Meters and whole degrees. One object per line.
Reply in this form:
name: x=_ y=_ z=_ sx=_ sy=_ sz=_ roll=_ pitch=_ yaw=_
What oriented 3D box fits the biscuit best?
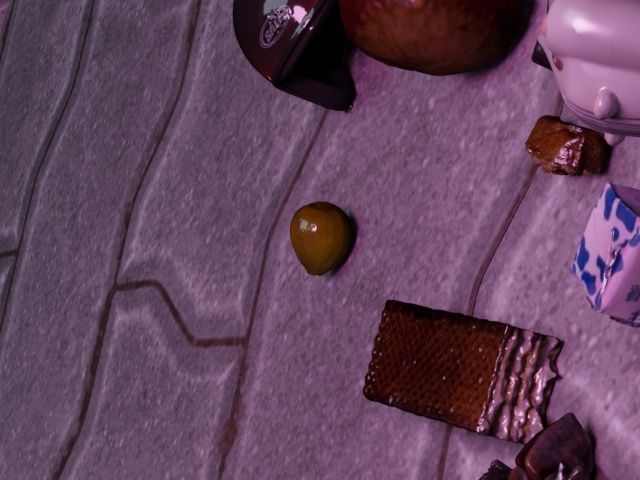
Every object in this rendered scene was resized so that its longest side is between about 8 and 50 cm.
biscuit: x=0.134 y=0.125 z=1.689 sx=0.252 sy=0.070 sz=0.106 roll=10 pitch=85 yaw=63

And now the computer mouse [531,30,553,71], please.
computer mouse: x=0.290 y=-0.155 z=1.503 sx=0.147 sy=0.088 sz=0.264 roll=-37 pitch=44 yaw=-7

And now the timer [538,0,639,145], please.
timer: x=0.265 y=-0.231 z=1.369 sx=0.291 sy=0.291 sz=0.315 roll=3 pitch=72 yaw=63

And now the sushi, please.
sushi: x=0.228 y=-0.085 z=1.648 sx=0.120 sy=0.052 sz=0.055 roll=29 pitch=102 yaw=63

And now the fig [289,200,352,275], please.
fig: x=0.000 y=0.000 z=2.016 sx=0.074 sy=0.074 sz=0.088 roll=-148 pitch=61 yaw=-62

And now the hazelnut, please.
hazelnut: x=0.117 y=-0.275 z=1.827 sx=0.208 sy=0.208 sz=0.208 roll=-39 pitch=42 yaw=48

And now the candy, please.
candy: x=0.283 y=0.020 z=1.370 sx=0.073 sy=0.160 sz=0.092 roll=-111 pitch=38 yaw=-55

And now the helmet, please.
helmet: x=-0.004 y=-0.267 z=2.070 sx=0.189 sy=0.193 sz=0.216 roll=-55 pitch=-10 yaw=31

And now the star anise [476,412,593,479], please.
star anise: x=0.178 y=0.268 z=1.475 sx=0.212 sy=0.129 sz=0.283 roll=-60 pitch=21 yaw=13
